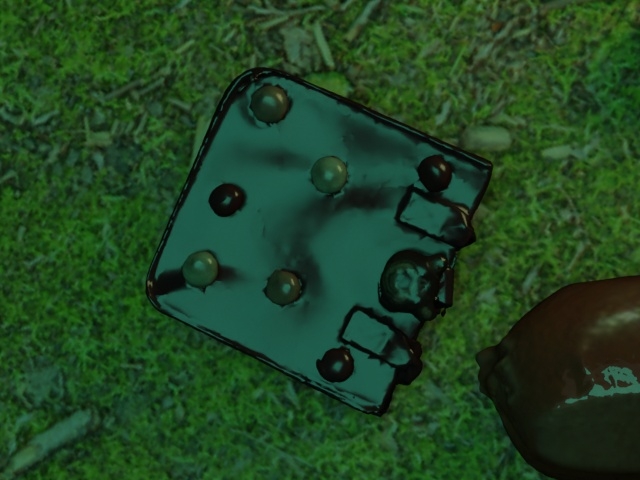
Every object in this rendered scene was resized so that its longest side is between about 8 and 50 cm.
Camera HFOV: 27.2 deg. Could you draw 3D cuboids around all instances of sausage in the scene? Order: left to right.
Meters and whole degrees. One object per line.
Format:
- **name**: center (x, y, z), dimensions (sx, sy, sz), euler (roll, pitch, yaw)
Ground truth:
- **sausage**: center (0.232, 0.091, 0.873), dimensions (0.254, 0.148, 0.148), euler (-4, 86, 6)

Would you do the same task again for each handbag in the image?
- **handbag**: center (-0.001, 0.000, 0.956), dimensions (0.216, 0.074, 0.203), euler (25, 93, 11)
